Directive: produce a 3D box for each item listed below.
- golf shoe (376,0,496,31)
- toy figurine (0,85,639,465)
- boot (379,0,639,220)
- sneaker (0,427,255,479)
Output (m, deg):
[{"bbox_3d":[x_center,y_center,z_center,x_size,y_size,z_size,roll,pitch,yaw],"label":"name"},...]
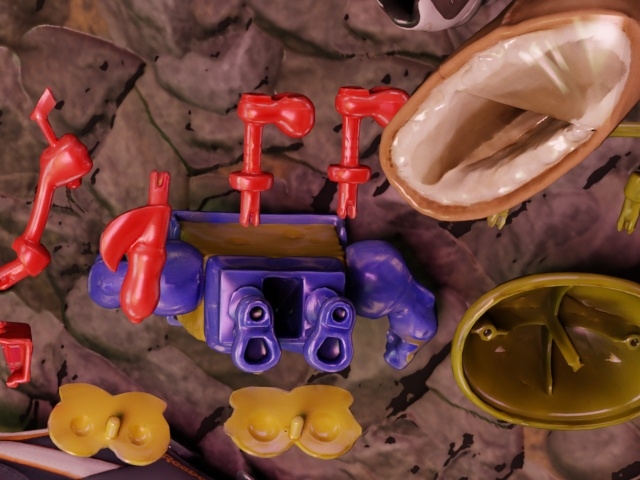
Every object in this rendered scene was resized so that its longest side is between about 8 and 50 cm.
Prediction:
[{"bbox_3d":[0.023,-0.197,1.011,0.077,0.094,0.198,-32,93,36],"label":"golf shoe"},{"bbox_3d":[0.000,0.000,1.086,0.362,0.217,0.191,-1,100,-10],"label":"toy figurine"},{"bbox_3d":[0.166,-0.127,0.856,0.089,0.269,0.236,47,126,-1],"label":"boot"},{"bbox_3d":[-0.096,0.185,1.244,0.321,0.127,0.126,14,128,-6],"label":"sneaker"}]
